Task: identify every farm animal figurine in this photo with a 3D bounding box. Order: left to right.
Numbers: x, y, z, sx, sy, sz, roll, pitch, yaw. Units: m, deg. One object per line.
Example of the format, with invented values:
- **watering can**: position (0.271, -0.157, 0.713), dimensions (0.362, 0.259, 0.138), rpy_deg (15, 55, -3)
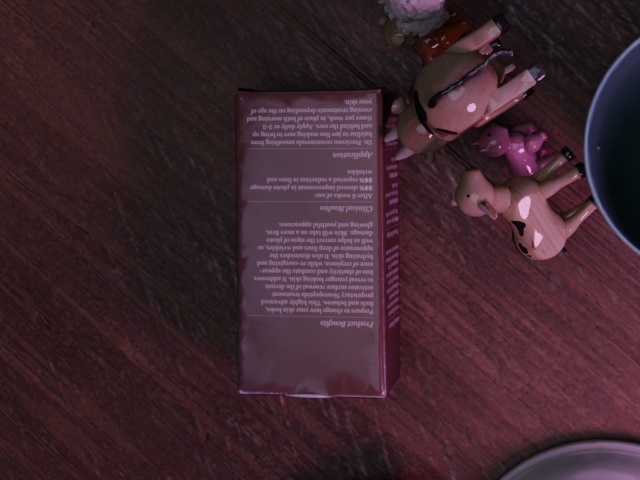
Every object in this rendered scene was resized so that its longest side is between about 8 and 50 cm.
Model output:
- **farm animal figurine**: position (0.169, -0.135, 1.682), dimensions (0.172, 0.327, 0.330), rpy_deg (-35, 69, -2)

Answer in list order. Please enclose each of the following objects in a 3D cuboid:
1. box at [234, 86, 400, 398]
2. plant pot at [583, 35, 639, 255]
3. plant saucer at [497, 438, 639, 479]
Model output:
- **box**: position (0.000, 0.000, 1.823), dimensions (0.191, 0.143, 0.382), rpy_deg (1, 93, 12)
- **plant pot**: position (0.452, -0.111, 1.657), dimensions (0.293, 0.235, 0.293), rpy_deg (1, 95, 12)
- **plant saucer**: position (0.351, 0.449, 1.779), dimensions (0.400, 0.100, 0.401), rpy_deg (0, 90, 15)
